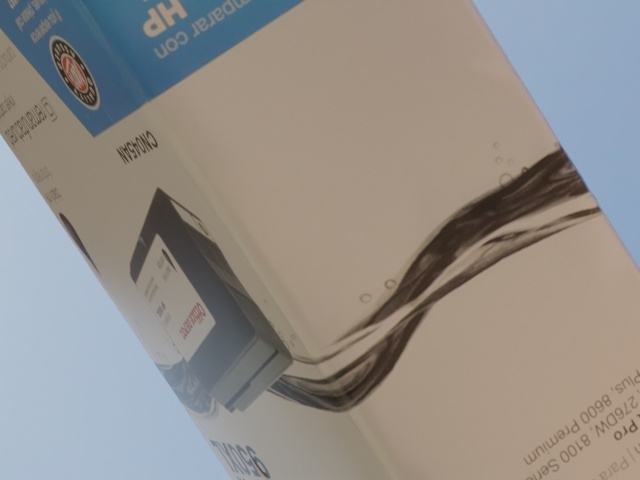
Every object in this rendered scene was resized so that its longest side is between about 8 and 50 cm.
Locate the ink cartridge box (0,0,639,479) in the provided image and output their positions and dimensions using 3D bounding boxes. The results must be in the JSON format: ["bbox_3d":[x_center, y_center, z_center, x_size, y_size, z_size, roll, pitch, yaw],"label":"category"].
[{"bbox_3d":[0.000,0.000,0.939,0.395,0.166,0.285,57,-18,-6],"label":"ink cartridge box"}]
